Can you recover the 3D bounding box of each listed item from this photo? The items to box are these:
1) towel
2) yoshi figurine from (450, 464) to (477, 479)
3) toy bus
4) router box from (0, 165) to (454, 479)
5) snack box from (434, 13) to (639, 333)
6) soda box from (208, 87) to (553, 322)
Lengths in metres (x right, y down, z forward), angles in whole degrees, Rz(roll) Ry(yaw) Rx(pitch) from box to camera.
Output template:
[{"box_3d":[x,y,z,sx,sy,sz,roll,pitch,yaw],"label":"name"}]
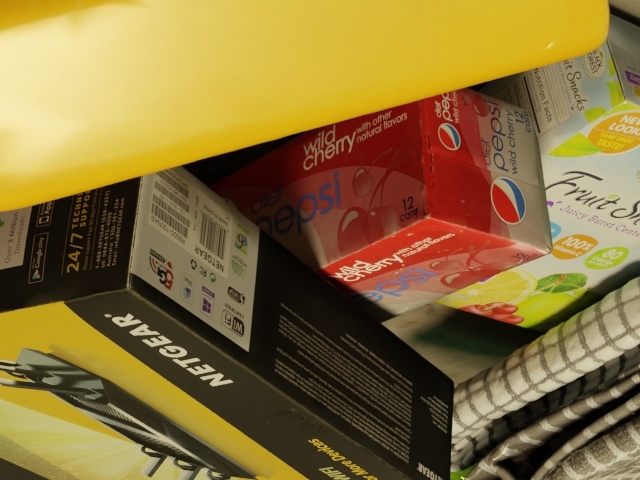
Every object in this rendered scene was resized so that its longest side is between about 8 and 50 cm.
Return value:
[{"box_3d":[0.235,0.106,1.202,0.283,0.121,0.235,-6,157,-48],"label":"towel"},{"box_3d":[0.117,0.215,1.301,0.362,0.203,0.203,14,165,1],"label":"yoshi figurine"},{"box_3d":[-0.060,-0.103,0.753,0.332,0.130,0.108,-16,126,-6],"label":"toy bus"},{"box_3d":[-0.105,0.071,0.952,0.243,0.081,0.309,-12,149,29],"label":"router box"},{"box_3d":[0.144,-0.032,1.047,0.174,0.070,0.207,15,140,-41],"label":"snack box"},{"box_3d":[0.000,0.000,0.992,0.092,0.083,0.263,15,152,-38],"label":"soda box"}]
